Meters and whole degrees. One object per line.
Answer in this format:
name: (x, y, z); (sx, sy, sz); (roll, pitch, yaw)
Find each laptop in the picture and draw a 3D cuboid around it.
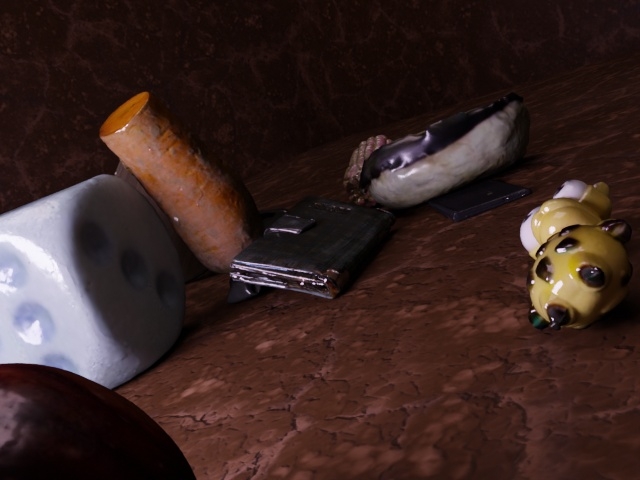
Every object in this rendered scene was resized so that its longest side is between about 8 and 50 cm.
laptop: (0.263, -0.074, 1.201); (0.135, 0.016, 0.197); (-20, 11, -1)

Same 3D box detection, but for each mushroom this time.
mushroom: (0.247, -0.149, 1.342); (0.344, 0.130, 0.247); (-20, -14, -9)

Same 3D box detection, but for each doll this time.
doll: (0.240, 0.005, 0.675); (0.117, 0.086, 0.291); (-49, -2, 24)

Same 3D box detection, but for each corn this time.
corn: (0.116, -0.153, 1.622); (0.126, 0.127, 0.335); (-17, 15, 19)

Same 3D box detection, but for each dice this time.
dice: (-0.370, 0.073, 1.019); (0.264, 0.268, 0.262); (-17, 12, 18)

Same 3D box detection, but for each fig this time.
fig: (-0.122, 0.171, 0.387); (0.249, 0.204, 0.186); (13, 51, 3)

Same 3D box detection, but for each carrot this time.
carrot: (-0.195, -0.081, 1.087); (0.138, 0.302, 0.139); (-25, 31, 17)

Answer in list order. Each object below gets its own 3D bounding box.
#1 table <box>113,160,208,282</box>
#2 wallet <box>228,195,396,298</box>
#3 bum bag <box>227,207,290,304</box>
table: (-0.273, -0.037, 1.586); (0.317, 0.318, 0.249); (-16, -2, 23)
wallet: (0.000, -0.001, 1.107); (0.168, 0.044, 0.317); (12, 24, 17)
bum bag: (-0.093, 0.018, 1.245); (0.142, 0.080, 0.326); (-27, 22, 8)
